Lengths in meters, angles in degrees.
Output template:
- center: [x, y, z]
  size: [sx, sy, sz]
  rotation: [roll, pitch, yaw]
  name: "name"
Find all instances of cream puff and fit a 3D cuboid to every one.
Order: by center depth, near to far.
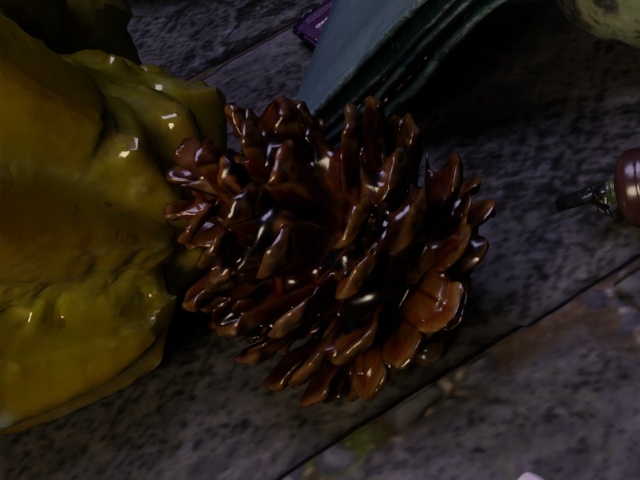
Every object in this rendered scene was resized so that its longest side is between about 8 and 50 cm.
- center: [-0.195, -0.062, 0.752]
  size: [0.275, 0.378, 0.378]
  rotation: [-12, 32, 19]
  name: "cream puff"

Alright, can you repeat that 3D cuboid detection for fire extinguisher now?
- center: [0.209, -0.034, 0.690]
  size: [0.157, 0.045, 0.078]
  rotation: [-9, 5, 26]
  name: "fire extinguisher"

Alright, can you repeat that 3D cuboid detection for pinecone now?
- center: [0.000, 0.000, 0.661]
  size: [0.173, 0.174, 0.174]
  rotation: [-18, 30, 11]
  name: "pinecone"

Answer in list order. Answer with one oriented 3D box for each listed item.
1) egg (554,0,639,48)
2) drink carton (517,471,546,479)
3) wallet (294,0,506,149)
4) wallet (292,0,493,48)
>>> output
- center: [0.225, -0.188, 0.825]
  size: [0.181, 0.141, 0.141]
  rotation: [-15, 29, 39]
  name: "egg"
- center: [0.145, 0.128, 0.429]
  size: [0.074, 0.084, 0.200]
  rotation: [0, 21, -25]
  name: "drink carton"
- center: [0.090, -0.203, 0.895]
  size: [0.290, 0.054, 0.251]
  rotation: [-40, 20, 43]
  name: "wallet"
- center: [0.050, -0.173, 1.032]
  size: [0.111, 0.030, 0.166]
  rotation: [-29, 30, -10]
  name: "wallet"
